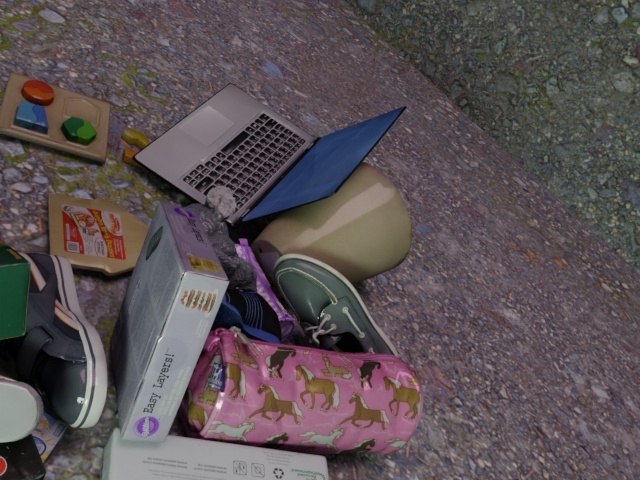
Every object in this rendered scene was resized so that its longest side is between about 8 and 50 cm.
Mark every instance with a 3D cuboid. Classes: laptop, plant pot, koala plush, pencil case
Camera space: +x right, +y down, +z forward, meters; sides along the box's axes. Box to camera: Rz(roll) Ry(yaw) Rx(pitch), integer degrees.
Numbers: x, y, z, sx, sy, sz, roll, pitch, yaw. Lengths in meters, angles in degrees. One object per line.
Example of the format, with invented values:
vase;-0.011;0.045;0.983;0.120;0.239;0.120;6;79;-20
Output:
laptop;-0.101;-0.228;1.465;0.408;0.236;0.382;34;45;4
plant pot;0.000;0.000;1.401;0.274;0.256;0.256;-28;66;-37
koala plush;-0.214;0.018;1.226;0.203;0.196;0.221;25;30;-29
pencil case;-0.024;0.246;1.098;0.386;0.167;0.160;14;39;-29
pencil case;-0.124;0.099;1.277;0.086;0.088;0.206;-3;47;-44

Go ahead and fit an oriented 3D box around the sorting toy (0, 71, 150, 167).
sorting toy;-0.499;-0.250;1.447;0.307;0.041;0.229;15;37;-26

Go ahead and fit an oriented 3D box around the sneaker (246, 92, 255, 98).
sneaker;-0.151;-0.240;1.699;0.118;0.110;0.292;-27;62;-39

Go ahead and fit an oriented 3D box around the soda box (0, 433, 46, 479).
soda box;-0.402;0.273;0.771;0.169;0.053;0.060;-5;50;-44

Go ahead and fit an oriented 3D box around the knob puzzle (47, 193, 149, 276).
knob puzzle;-0.386;-0.003;1.234;0.213;0.030;0.213;22;34;-16

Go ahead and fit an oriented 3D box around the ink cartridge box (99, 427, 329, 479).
ink cartridge box;-0.124;0.416;0.883;0.324;0.071;0.330;16;39;-23

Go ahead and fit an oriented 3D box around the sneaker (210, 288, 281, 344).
sneaker;-0.139;0.112;1.103;0.232;0.081;0.090;47;26;-49

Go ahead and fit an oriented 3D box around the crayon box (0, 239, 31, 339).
crayon box;-0.575;0.027;0.822;0.313;0.106;0.363;-4;20;-45

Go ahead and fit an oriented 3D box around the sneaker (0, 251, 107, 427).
sneaker;-0.397;0.134;0.962;0.127;0.126;0.321;10;27;-40

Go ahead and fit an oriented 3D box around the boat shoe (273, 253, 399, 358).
boat shoe;0.027;0.158;1.256;0.319;0.116;0.099;49;31;-15

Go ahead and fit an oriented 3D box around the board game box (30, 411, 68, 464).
board game box;-0.419;0.274;0.839;0.136;0.035;0.201;30;33;-6

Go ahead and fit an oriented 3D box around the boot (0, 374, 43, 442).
boot;-0.457;0.186;0.798;0.258;0.123;0.095;15;74;-18

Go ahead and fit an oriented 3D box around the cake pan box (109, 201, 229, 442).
cake pan box;-0.226;0.110;0.972;0.070;0.266;0.246;16;15;-24
